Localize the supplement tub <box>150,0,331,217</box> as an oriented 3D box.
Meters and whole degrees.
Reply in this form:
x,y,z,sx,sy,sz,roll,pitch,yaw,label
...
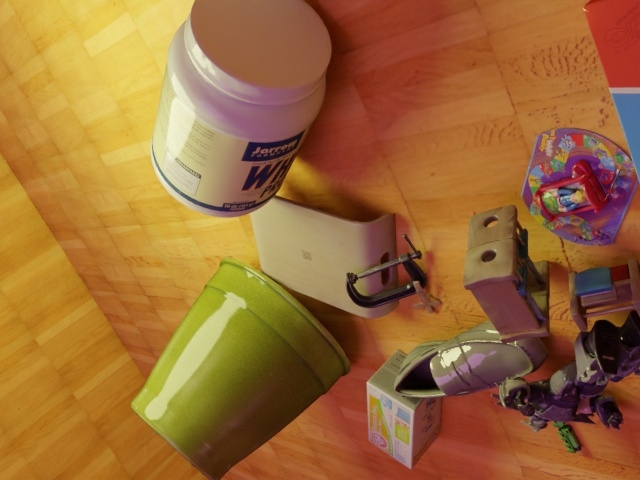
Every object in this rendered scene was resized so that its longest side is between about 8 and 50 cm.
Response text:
x,y,z,sx,sy,sz,roll,pitch,yaw,label
-0.129,-0.207,1.046,0.235,0.235,0.325,46,147,7,supplement tub

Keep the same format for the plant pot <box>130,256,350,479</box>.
x,y,z,sx,sy,sz,roll,pitch,yaw,label
-0.187,0.289,1.412,0.366,0.353,0.366,36,160,15,plant pot

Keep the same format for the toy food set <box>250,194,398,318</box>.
x,y,z,sx,sy,sz,roll,pitch,yaw,label
0.000,0.000,1.246,0.306,0.092,0.220,19,136,28,toy food set

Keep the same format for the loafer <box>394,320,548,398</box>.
x,y,z,sx,sy,sz,roll,pitch,yaw,label
0.238,0.212,1.125,0.112,0.111,0.319,52,147,-2,loafer

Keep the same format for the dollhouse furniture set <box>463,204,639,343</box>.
x,y,z,sx,sy,sz,roll,pitch,yaw,label
0.298,0.029,0.865,0.183,0.129,0.129,-17,129,32,dollhouse furniture set

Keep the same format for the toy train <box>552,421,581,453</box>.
x,y,z,sx,sy,sz,roll,pitch,yaw,label
0.404,0.316,1.116,0.023,0.017,0.083,-22,105,45,toy train

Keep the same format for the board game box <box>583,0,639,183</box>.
x,y,z,sx,sy,sz,roll,pitch,yaw,label
0.424,-0.150,0.595,0.316,0.064,0.242,-4,119,51,board game box

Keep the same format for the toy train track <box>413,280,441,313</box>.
x,y,z,sx,sy,sz,roll,pitch,yaw,label
0.177,0.095,1.165,0.048,0.014,0.083,-12,133,24,toy train track

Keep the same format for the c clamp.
x,y,z,sx,sy,sz,roll,pitch,yaw,label
0.108,0.058,1.149,0.160,0.022,0.137,-26,129,23,c clamp

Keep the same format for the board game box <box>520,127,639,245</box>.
x,y,z,sx,sy,sz,roll,pitch,yaw,label
0.312,-0.058,0.848,0.133,0.033,0.169,31,142,27,board game box

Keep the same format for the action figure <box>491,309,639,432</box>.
x,y,z,sx,sy,sz,roll,pitch,yaw,label
0.354,0.208,0.955,0.285,0.185,0.099,107,163,-51,action figure

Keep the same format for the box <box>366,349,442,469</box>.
x,y,z,sx,sy,sz,roll,pitch,yaw,label
0.166,0.336,1.340,0.114,0.103,0.203,27,140,32,box
